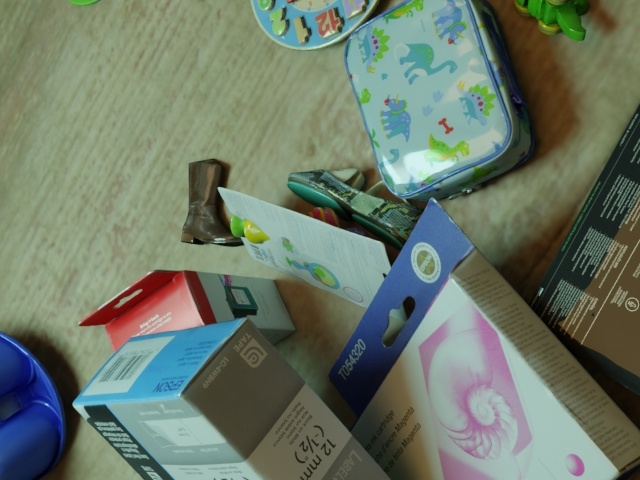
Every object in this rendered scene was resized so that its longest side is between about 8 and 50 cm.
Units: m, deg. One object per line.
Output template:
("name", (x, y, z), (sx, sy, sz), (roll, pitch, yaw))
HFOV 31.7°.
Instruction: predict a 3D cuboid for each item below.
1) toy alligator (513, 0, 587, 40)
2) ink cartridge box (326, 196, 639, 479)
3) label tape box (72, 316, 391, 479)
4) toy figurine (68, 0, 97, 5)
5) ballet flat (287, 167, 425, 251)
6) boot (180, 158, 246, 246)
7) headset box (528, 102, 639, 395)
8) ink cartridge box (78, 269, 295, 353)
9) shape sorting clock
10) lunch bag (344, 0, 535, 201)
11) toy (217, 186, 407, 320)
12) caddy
("toy alligator", (0.230, -0.282, 1.227), (0.051, 0.056, 0.189), (-33, 60, -20))
("ink cartridge box", (0.131, 0.182, 1.154), (0.330, 0.071, 0.324), (50, 138, 24))
("label tape box", (-0.063, 0.247, 1.170), (0.347, 0.115, 0.249), (52, 147, -16))
("toy figurine", (-0.353, -0.400, 1.536), (0.173, 0.159, 0.130), (19, 95, 31))
("ballet flat", (0.047, -0.049, 1.318), (0.188, 0.070, 0.070), (30, 101, 29))
("boot", (-0.132, -0.051, 1.440), (0.106, 0.037, 0.114), (4, 83, 30))
("headset box", (0.378, 0.044, 1.052), (0.283, 0.131, 0.246), (32, 102, 30))
("ink cartridge box", (-0.153, 0.101, 1.319), (0.134, 0.231, 0.078), (-34, 68, 25))
("shape sorting clock", (-0.004, -0.333, 1.381), (0.206, 0.040, 0.206), (-3, 84, 31))
("lunch bag", (0.134, -0.161, 1.249), (0.176, 0.090, 0.219), (-26, 72, 29))
("toy", (0.000, 0.000, 1.317), (0.237, 0.137, 0.056), (17, 57, 31))
("caddy", (-0.511, 0.258, 1.566), (0.341, 0.179, 0.241), (-20, 99, 29))
